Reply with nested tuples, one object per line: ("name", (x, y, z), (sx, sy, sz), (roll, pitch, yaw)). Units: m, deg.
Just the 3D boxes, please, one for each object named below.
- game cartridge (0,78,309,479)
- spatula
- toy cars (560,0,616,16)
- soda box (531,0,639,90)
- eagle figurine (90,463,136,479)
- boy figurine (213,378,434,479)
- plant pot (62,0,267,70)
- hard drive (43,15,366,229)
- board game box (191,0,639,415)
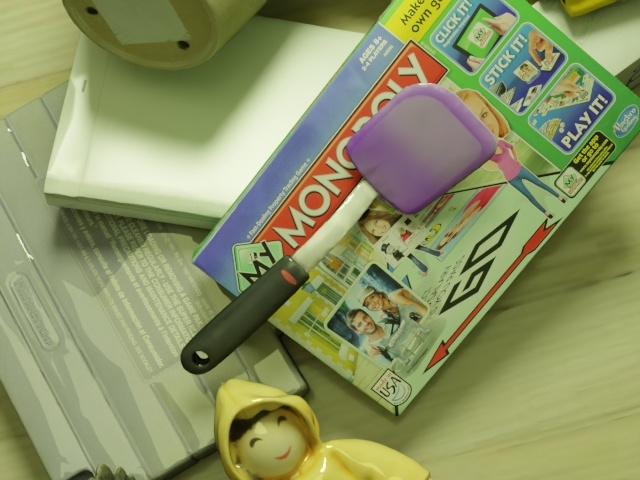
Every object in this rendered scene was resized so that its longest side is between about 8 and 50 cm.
("game cartridge", (-0.188, 0.036, 0.867), (0.230, 0.068, 0.355), (-30, 75, -8))
("spatula", (0.000, 0.000, 0.755), (0.296, 0.030, 0.084), (-43, 103, 7))
("toy cars", (0.248, -0.373, 0.865), (0.176, 0.087, 0.394), (16, 67, 22))
("soda box", (0.255, -0.186, 0.876), (0.286, 0.091, 0.098), (-35, 75, -6))
("eagle figurine", (-0.135, 0.342, 0.679), (0.226, 0.225, 0.298), (27, 93, 19))
("boy figurine", (0.017, 0.222, 0.757), (0.177, 0.092, 0.285), (-30, 91, -4))
("plant pot", (-0.105, -0.282, 0.812), (0.256, 0.256, 0.274), (11, 61, 7))
("hard drive", (-0.063, -0.103, 0.864), (0.307, 0.040, 0.203), (8, 67, -4))
("board game box", (0.077, -0.045, 0.789), (0.213, 0.046, 0.317), (37, 98, -9))
